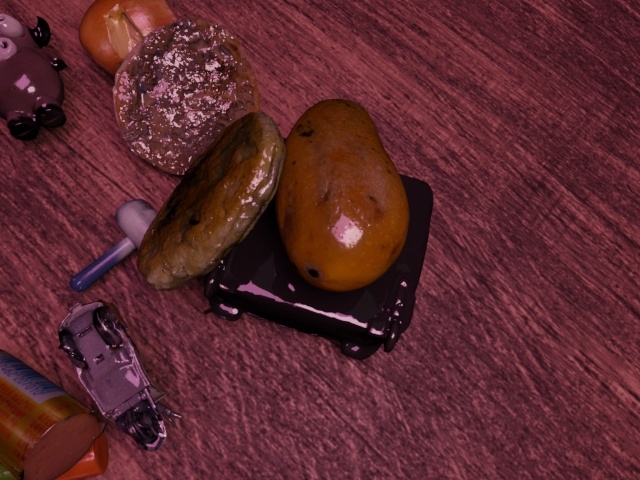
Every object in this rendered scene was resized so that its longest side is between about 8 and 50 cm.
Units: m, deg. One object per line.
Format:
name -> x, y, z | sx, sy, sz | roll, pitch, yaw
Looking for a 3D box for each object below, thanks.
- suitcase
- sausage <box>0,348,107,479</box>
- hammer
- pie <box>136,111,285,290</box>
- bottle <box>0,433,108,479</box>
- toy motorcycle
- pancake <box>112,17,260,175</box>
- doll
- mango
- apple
suitcase -> 0.000, 0.000, 0.853 | 0.346, 0.188, 0.339 | 17, 71, 0
sausage -> -0.485, 0.243, 0.753 | 0.318, 0.117, 0.125 | 21, 49, 23
hammer -> -0.358, 0.019, 0.881 | 0.194, 0.069, 0.116 | -41, 83, -10
pie -> -0.171, -0.071, 0.763 | 0.071, 0.323, 0.323 | 35, 70, -32
bottle -> -0.433, 0.348, 0.772 | 0.187, 0.069, 0.069 | -10, 75, -9
toy motorcycle -> -0.311, 0.207, 0.782 | 0.091, 0.157, 0.263 | -33, 77, -11
pancake -> -0.239, -0.258, 0.916 | 0.283, 0.049, 0.282 | -8, 109, -22
doll -> -0.569, -0.312, 0.931 | 0.182, 0.117, 0.257 | -26, 80, -6
mango -> 0.027, -0.085, 0.723 | 0.176, 0.177, 0.329 | -20, 63, 31
apple -> -0.352, -0.384, 0.944 | 0.199, 0.199, 0.199 | 1, 73, -5
